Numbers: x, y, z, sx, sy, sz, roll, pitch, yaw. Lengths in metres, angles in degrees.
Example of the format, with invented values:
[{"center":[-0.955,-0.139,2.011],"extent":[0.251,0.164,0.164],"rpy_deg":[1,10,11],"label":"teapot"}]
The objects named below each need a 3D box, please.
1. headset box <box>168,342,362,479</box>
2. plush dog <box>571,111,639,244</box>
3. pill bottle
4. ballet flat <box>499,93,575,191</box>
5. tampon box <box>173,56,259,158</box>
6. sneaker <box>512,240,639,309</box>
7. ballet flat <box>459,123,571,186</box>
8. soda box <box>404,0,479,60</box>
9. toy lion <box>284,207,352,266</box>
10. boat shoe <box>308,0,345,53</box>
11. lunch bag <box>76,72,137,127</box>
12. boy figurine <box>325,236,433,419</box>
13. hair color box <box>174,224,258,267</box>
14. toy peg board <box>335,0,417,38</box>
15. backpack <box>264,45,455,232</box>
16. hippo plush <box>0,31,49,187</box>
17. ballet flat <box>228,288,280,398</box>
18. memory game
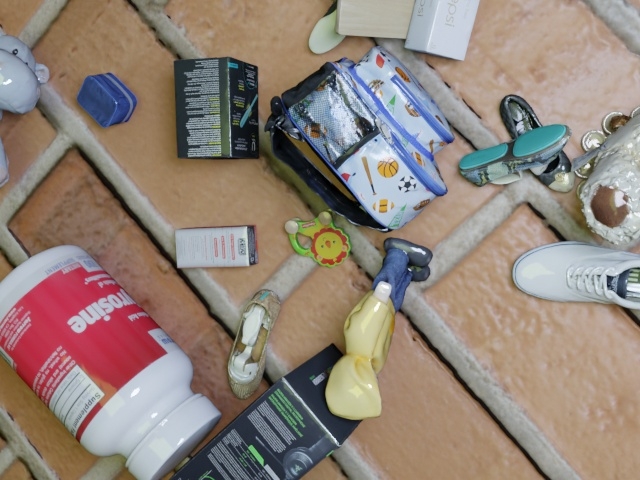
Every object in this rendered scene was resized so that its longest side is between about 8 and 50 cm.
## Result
[{"center":[-0.058,0.308,1.219],"extent":[0.283,0.246,0.131],"rpy_deg":[-44,81,16],"label":"headset box"},{"center":[0.494,-0.073,1.038],"extent":[0.262,0.210,0.225],"rpy_deg":[-43,99,13],"label":"plush dog"},{"center":[-0.373,0.218,1.327],"extent":[0.407,0.229,0.229],"rpy_deg":[43,106,11],"label":"pill bottle"},{"center":[0.323,-0.144,1.156],"extent":[0.057,0.049,0.173],"rpy_deg":[-36,83,19],"label":"ballet flat"},{"center":[-0.172,-0.216,1.280],"extent":[0.101,0.120,0.161],"rpy_deg":[1,94,18],"label":"tampon box"},{"center":[0.411,0.050,1.119],"extent":[0.258,0.091,0.094],"rpy_deg":[0,94,19],"label":"sneaker"},{"center":[0.297,-0.121,1.137],"extent":[0.188,0.070,0.070],"rpy_deg":[-12,90,47],"label":"ballet flat"},{"center":[0.196,-0.386,1.147],"extent":[0.069,0.073,0.216],"rpy_deg":[35,115,59],"label":"soda box"},{"center":[0.000,0.000,1.290],"extent":[0.100,0.034,0.096],"rpy_deg":[-14,97,19],"label":"toy lion"},{"center":[0.030,-0.360,1.244],"extent":[0.049,0.042,0.133],"rpy_deg":[36,105,-8],"label":"boat shoe"},{"center":[-0.384,-0.256,1.380],"extent":[0.098,0.065,0.067],"rpy_deg":[46,122,9],"label":"lunch bag"},{"center":[0.087,0.130,1.141],"extent":[0.092,0.177,0.285],"rpy_deg":[15,56,12],"label":"boy figurine"},{"center":[-0.182,0.011,1.343],"extent":[0.141,0.043,0.072],"rpy_deg":[-1,94,20],"label":"hair color box"},{"center":[0.090,-0.398,1.178],"extent":[0.161,0.079,0.161],"rpy_deg":[-4,110,-25],"label":"toy peg board"},{"center":[0.082,-0.151,1.143],"extent":[0.213,0.276,0.263],"rpy_deg":[-31,97,20],"label":"backpack"},{"center":[-0.604,-0.249,1.412],"extent":[0.236,0.234,0.294],"rpy_deg":[-37,39,0],"label":"hippo plush"},{"center":[-0.126,0.183,1.325],"extent":[0.073,0.067,0.206],"rpy_deg":[17,100,16],"label":"ballet flat"},{"center":[0.469,-0.107,1.129],"extent":[0.186,0.012,0.186],"rpy_deg":[1,94,18],"label":"memory game"}]
